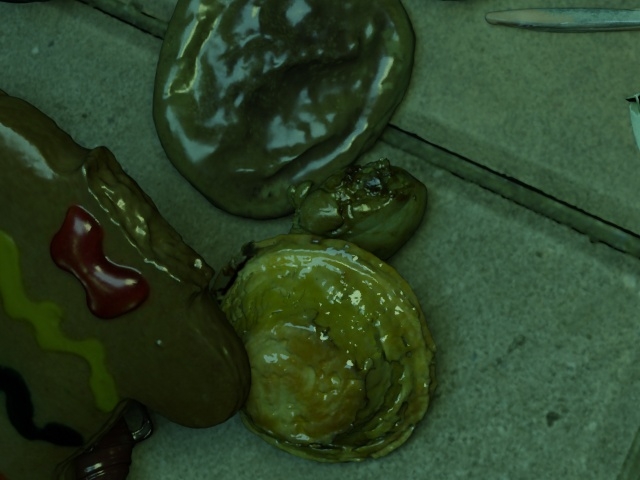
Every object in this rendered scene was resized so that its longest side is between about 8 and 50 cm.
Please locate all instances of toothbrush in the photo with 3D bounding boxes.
[{"bbox_3d":[0.320,-0.196,1.775,0.375,0.028,0.037,3,82,27],"label":"toothbrush"}]

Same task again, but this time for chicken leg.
[{"bbox_3d":[0.000,0.000,1.894,0.228,0.103,0.088,-33,36,24],"label":"chicken leg"}]

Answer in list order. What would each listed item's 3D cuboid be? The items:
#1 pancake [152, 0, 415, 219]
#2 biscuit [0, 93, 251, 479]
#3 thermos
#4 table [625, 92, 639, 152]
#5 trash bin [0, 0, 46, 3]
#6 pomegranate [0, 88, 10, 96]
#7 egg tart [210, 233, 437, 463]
[{"bbox_3d":[-0.049,-0.165,1.956,0.294,0.049,0.294,-3,84,28],"label":"pancake"},{"bbox_3d":[-0.282,0.076,1.858,0.394,0.076,0.368,-33,99,35],"label":"biscuit"},{"bbox_3d":[-0.244,0.169,2.016,0.124,0.099,0.232,-22,76,-9],"label":"thermos"},{"bbox_3d":[0.357,-0.081,1.731,0.175,0.062,0.146,-16,80,23],"label":"table"},{"bbox_3d":[-0.306,-0.360,2.032,0.101,0.177,0.236,10,89,29],"label":"trash bin"},{"bbox_3d":[-0.402,-0.060,2.030,0.248,0.248,0.248,-2,86,28],"label":"pomegranate"},{"bbox_3d":[-0.010,0.111,1.853,0.241,0.106,0.241,9,117,19],"label":"egg tart"}]
